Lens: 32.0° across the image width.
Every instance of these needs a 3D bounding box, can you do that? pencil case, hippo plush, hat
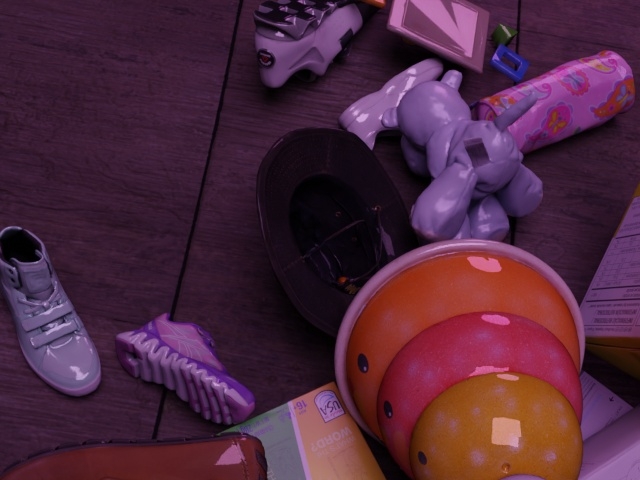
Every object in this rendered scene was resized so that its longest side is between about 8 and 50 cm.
[{"bbox_3d":[0.388,-0.224,1.874,0.284,0.124,0.124,-24,69,-17],"label":"pencil case"},{"bbox_3d":[0.186,-0.129,1.734,0.234,0.294,0.236,-37,55,-9],"label":"hippo plush"},{"bbox_3d":[0.000,0.000,1.680,0.331,0.134,0.331,13,68,-36],"label":"hat"}]

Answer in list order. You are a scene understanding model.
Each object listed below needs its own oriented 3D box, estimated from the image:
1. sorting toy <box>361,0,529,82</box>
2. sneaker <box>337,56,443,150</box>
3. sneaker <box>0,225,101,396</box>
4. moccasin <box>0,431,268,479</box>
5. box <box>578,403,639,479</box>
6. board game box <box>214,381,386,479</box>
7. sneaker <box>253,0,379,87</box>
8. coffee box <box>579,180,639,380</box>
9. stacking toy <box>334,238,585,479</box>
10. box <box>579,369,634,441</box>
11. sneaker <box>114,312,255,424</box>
[{"bbox_3d":[0.197,-0.369,1.915,0.348,0.047,0.196,24,44,-12],"label":"sorting toy"},{"bbox_3d":[0.135,-0.223,1.872,0.212,0.080,0.094,-36,85,-16],"label":"sneaker"},{"bbox_3d":[-0.397,0.099,1.589,0.094,0.151,0.256,-29,71,-21],"label":"sneaker"},{"bbox_3d":[-0.255,0.342,1.471,0.380,0.139,0.147,-3,68,4],"label":"moccasin"},{"bbox_3d":[0.404,0.387,1.506,0.345,0.168,0.215,-27,87,-19],"label":"box"},{"bbox_3d":[-0.017,0.385,1.540,0.242,0.064,0.316,-23,68,-17],"label":"board game box"},{"bbox_3d":[-0.007,-0.353,1.899,0.122,0.146,0.330,26,37,28],"label":"sneaker"},{"bbox_3d":[0.611,0.071,1.535,0.338,0.338,0.334,30,79,-10],"label":"coffee box"},{"bbox_3d":[0.207,0.234,1.369,0.351,0.350,0.480,3,22,-6],"label":"stacking toy"},{"bbox_3d":[0.381,0.273,1.663,0.186,0.038,0.145,36,65,12],"label":"box"},{"bbox_3d":[-0.179,0.173,1.597,0.236,0.095,0.104,26,47,27],"label":"sneaker"}]
